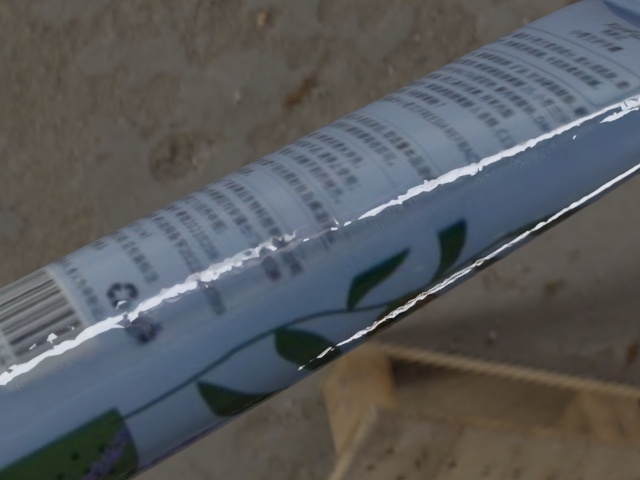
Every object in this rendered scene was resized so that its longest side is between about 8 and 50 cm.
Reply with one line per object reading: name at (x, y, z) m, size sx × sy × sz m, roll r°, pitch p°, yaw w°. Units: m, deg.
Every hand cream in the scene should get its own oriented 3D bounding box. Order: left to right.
hand cream at (0.000, 0.000, 0.476) m, size 0.271 × 0.091 × 0.058 m, roll -30°, pitch 117°, yaw -13°
